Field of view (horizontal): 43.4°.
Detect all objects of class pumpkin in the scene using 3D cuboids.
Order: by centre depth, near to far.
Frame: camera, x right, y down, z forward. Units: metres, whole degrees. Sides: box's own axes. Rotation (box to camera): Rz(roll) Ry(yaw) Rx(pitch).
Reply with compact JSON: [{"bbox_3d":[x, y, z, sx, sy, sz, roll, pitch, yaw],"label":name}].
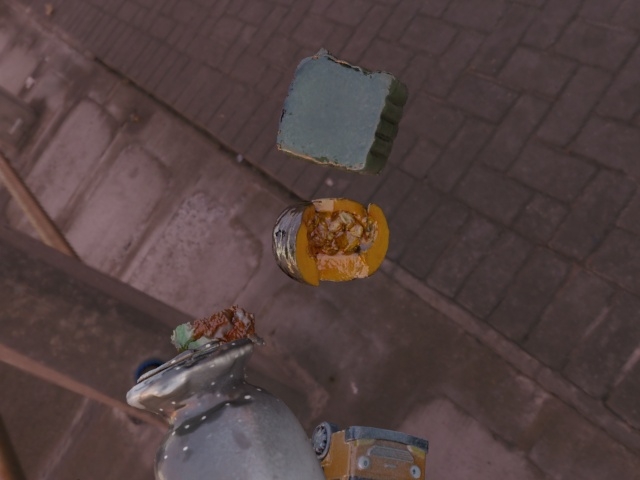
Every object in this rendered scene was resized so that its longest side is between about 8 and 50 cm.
[{"bbox_3d":[0.000,0.000,1.110,0.108,0.183,0.119,1,92,46],"label":"pumpkin"}]

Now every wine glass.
[{"bbox_3d":[-0.052,0.173,0.554,0.111,0.111,0.204,-30,83,26],"label":"wine glass"}]

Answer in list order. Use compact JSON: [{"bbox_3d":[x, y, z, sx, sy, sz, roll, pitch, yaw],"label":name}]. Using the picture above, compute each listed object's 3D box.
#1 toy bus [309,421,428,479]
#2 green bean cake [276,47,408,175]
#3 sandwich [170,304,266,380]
[{"bbox_3d":[0.014,0.230,0.744,0.182,0.091,0.103,-32,46,53],"label":"toy bus"},{"bbox_3d":[0.039,-0.248,1.573,0.227,0.125,0.222,19,97,22],"label":"green bean cake"},{"bbox_3d":[-0.182,0.196,1.535,0.160,0.185,0.109,-47,58,-9],"label":"sandwich"}]
